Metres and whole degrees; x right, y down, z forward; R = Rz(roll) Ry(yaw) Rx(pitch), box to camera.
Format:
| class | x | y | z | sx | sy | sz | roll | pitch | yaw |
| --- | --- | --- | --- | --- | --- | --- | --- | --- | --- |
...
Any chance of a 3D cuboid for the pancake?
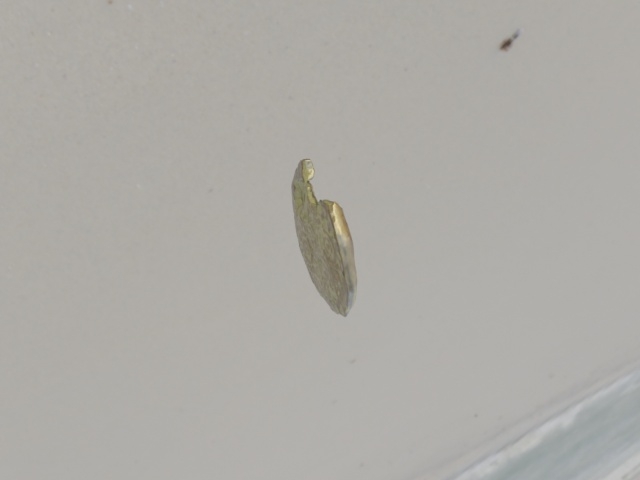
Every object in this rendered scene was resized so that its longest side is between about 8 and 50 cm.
| class | x | y | z | sx | sy | sz | roll | pitch | yaw |
| --- | --- | --- | --- | --- | --- | --- | --- | --- | --- |
| pancake | 0.000 | 0.000 | 1.155 | 0.029 | 0.235 | 0.212 | -14 | 136 | -15 |
